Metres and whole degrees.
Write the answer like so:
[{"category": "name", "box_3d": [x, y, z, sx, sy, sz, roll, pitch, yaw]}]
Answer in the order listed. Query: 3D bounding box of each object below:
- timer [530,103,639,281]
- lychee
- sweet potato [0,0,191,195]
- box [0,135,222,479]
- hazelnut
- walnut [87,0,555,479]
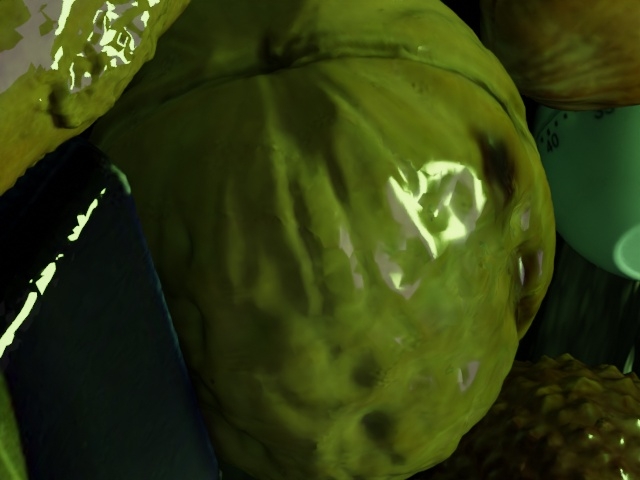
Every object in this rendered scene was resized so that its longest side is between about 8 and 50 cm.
[{"category": "timer", "box_3d": [0.219, -0.093, 1.012, 0.175, 0.175, 0.255, 71, 39, -55]}, {"category": "lychee", "box_3d": [0.135, 0.162, 0.941, 0.200, 0.238, 0.200, -168, -90, -72]}, {"category": "sweet potato", "box_3d": [-0.065, -0.088, 0.417, 0.106, 0.095, 0.354, 68, 44, -63]}, {"category": "box", "box_3d": [-0.121, 0.111, 0.442, 0.259, 0.071, 0.168, -59, 153, -32]}, {"category": "hazelnut", "box_3d": [0.142, -0.136, 0.859, 0.150, 0.150, 0.150, -48, 146, -48]}, {"category": "walnut", "box_3d": [0.000, 0.000, 0.568, 0.155, 0.155, 0.184, -60, 149, -33]}]
